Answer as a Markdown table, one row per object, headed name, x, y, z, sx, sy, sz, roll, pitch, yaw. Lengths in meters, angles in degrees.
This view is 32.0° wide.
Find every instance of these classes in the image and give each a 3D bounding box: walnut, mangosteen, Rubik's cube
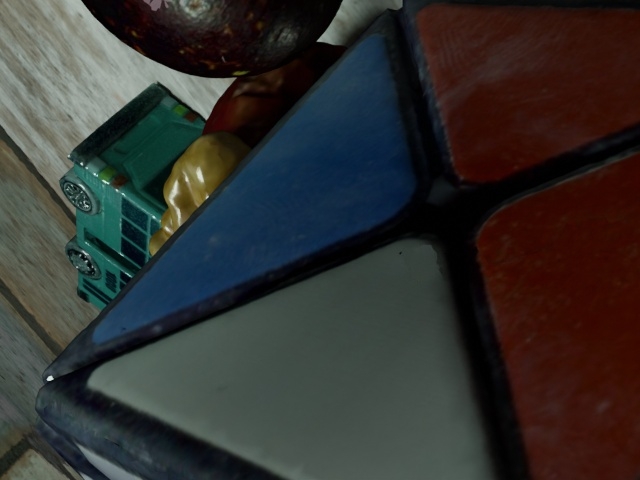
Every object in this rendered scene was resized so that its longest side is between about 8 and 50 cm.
| name | x | y | z | sx | sy | sz | roll | pitch | yaw |
| --- | --- | --- | --- | --- | --- | --- | --- | --- | --- |
| walnut | 0.000 | 0.000 | 0.778 | 0.221 | 0.244 | 0.269 | 40 | 155 | 32 |
| mangosteen | -0.054 | -0.208 | 0.669 | 0.192 | 0.192 | 0.217 | 44 | 127 | 1 |
| Rubik's cube | 0.119 | 0.091 | 0.512 | 0.307 | 0.305 | 0.310 | 14 | 145 | 45 |

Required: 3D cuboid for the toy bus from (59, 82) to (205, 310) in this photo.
| name | x | y | z | sx | sy | sz | roll | pitch | yaw |
| --- | --- | --- | --- | --- | --- | --- | --- | --- | --- |
| toy bus | -0.162 | -0.012 | 1.096 | 0.147 | 0.128 | 0.256 | 35 | 148 | 13 |
